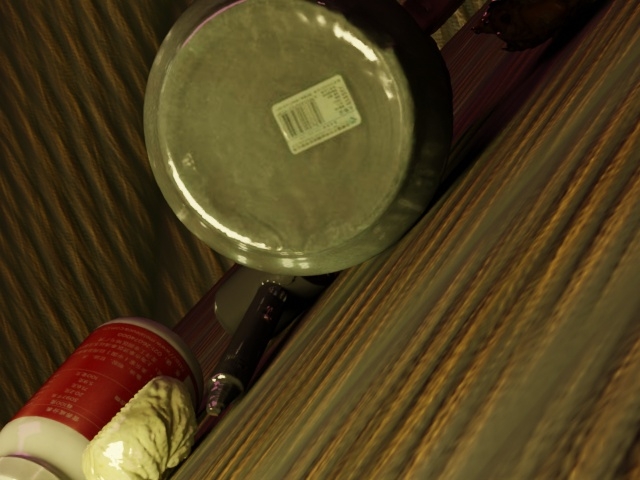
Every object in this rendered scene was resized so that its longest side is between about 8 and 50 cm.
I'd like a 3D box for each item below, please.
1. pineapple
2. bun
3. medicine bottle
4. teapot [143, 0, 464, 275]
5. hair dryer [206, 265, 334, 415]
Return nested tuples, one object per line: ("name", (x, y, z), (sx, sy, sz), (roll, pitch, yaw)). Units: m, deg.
("pineapple", (0.226, -0.246, 1.594), (0.225, 0.076, 0.225), (-47, 2, 2))
("bun", (-0.147, 0.170, 1.483), (0.115, 0.069, 0.115), (-45, 4, 4))
("medicine bottle", (-0.213, 0.183, 1.620), (0.131, 0.131, 0.250), (-44, 5, 40))
("teapot", (0.015, -0.130, 1.532), (0.300, 0.253, 0.344), (-47, -1, 12))
("hair dryer", (-0.064, 0.091, 1.568), (0.114, 0.070, 0.248), (-43, 14, 34))
